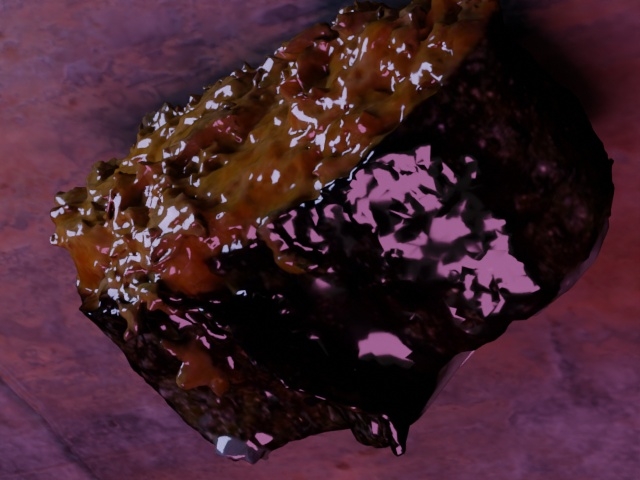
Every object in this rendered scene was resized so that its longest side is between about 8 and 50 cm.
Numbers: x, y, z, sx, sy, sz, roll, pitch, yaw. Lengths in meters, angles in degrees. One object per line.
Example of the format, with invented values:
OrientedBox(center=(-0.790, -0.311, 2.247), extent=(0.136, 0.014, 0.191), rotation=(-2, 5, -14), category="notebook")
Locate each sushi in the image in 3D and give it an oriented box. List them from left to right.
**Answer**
OrientedBox(center=(0.000, 0.000, 1.129), extent=(0.348, 0.234, 0.207), rotation=(-29, 120, 35), category="sushi")
